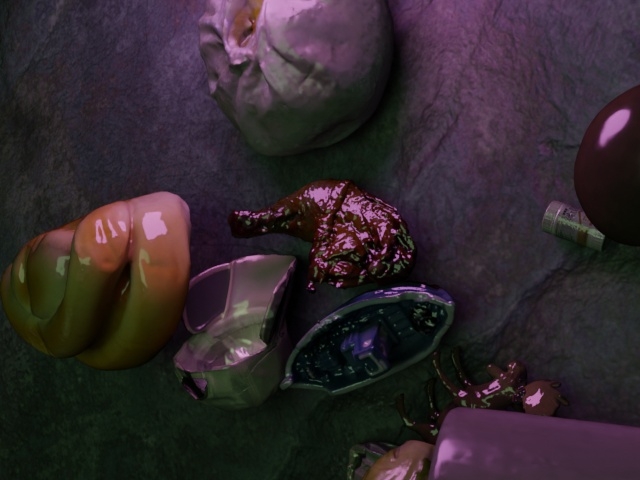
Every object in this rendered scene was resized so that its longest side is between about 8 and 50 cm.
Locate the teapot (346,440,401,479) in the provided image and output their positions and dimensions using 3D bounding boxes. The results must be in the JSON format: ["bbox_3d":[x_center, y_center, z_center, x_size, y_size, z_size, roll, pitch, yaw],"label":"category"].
[{"bbox_3d":[0.076,0.400,1.155,0.107,0.077,0.200,11,94,51],"label":"teapot"}]

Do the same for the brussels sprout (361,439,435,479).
[{"bbox_3d":[0.116,0.360,1.019,0.131,0.145,0.183,-9,79,40],"label":"brussels sprout"}]

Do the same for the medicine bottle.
[{"bbox_3d":[0.341,-0.019,1.019,0.083,0.047,0.047,24,100,30],"label":"medicine bottle"}]

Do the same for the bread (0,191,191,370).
[{"bbox_3d":[-0.380,0.045,1.321,0.424,0.245,0.328,-13,58,53],"label":"bread"}]

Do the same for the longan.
[{"bbox_3d":[0.403,-0.090,0.900,0.220,0.197,0.196,-23,76,37],"label":"longan"}]

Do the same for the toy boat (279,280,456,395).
[{"bbox_3d":[0.063,0.150,1.114,0.309,0.142,0.129,-29,103,27],"label":"toy boat"}]

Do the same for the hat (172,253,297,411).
[{"bbox_3d":[-0.117,0.143,1.247,0.232,0.161,0.275,2,65,40],"label":"hat"}]

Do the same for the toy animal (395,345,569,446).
[{"bbox_3d":[0.227,0.229,1.064,0.186,0.094,0.214,50,120,28],"label":"toy animal"}]

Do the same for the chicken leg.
[{"bbox_3d":[0.006,-0.010,1.180,0.322,0.083,0.177,34,74,35],"label":"chicken leg"}]

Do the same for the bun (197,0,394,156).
[{"bbox_3d":[-0.050,-0.302,1.186,0.355,0.194,0.354,-2,87,34],"label":"bun"}]

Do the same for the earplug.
[{"bbox_3d":[0.327,0.360,0.856,0.394,0.313,0.312,1,89,19],"label":"earplug"}]
